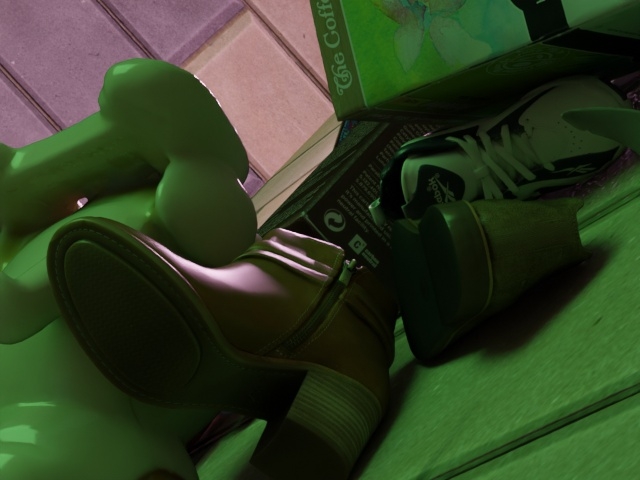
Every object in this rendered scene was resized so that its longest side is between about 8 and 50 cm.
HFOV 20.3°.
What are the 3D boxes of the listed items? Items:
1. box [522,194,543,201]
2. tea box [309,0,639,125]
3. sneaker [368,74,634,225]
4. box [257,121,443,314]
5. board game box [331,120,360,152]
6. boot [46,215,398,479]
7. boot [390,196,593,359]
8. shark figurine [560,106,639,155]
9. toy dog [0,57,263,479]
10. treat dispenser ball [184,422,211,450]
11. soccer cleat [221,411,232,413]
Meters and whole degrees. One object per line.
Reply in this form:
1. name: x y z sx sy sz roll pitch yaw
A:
1. box: 0.154 -0.040 1.622 0.169 0.054 0.059 -40 7 16
2. tea box: 0.160 -0.295 1.500 0.323 0.329 0.220 -21 -12 38
3. sneaker: 0.137 -0.058 1.471 0.235 0.094 0.153 -8 20 41
4. box: 0.077 -0.052 1.808 0.191 0.143 0.381 -35 11 51
5. board game box: 0.053 -0.180 2.233 0.145 0.027 0.281 94 -167 -82
6. boot: -0.058 0.039 1.338 0.109 0.283 0.220 -50 9 34
7. boot: 0.122 0.023 1.360 0.115 0.112 0.305 -13 -4 -11
8. shark figurine: 0.306 -0.157 1.229 0.278 0.116 0.166 -34 9 43
9. toy dog: -0.190 0.129 1.459 0.284 0.395 0.408 -13 45 26
10. treat dispenser ball: -0.237 0.117 1.896 0.288 0.288 0.288 -42 6 6
11. soccer cleat: -0.049 0.107 1.852 0.248 0.083 0.095 -55 -16 -43
